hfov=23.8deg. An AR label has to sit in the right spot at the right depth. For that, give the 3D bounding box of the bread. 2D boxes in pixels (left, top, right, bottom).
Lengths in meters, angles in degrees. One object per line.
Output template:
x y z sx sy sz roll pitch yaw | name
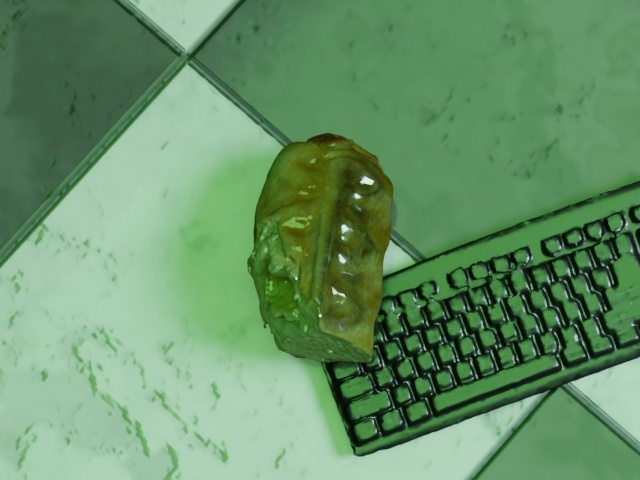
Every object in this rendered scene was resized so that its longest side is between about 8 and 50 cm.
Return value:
0.000 0.000 0.727 0.066 0.060 0.110 8 67 0 | bread

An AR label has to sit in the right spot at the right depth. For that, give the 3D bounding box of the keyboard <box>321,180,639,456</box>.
0.120 0.025 0.742 0.251 0.017 0.087 -20 81 2 | keyboard
